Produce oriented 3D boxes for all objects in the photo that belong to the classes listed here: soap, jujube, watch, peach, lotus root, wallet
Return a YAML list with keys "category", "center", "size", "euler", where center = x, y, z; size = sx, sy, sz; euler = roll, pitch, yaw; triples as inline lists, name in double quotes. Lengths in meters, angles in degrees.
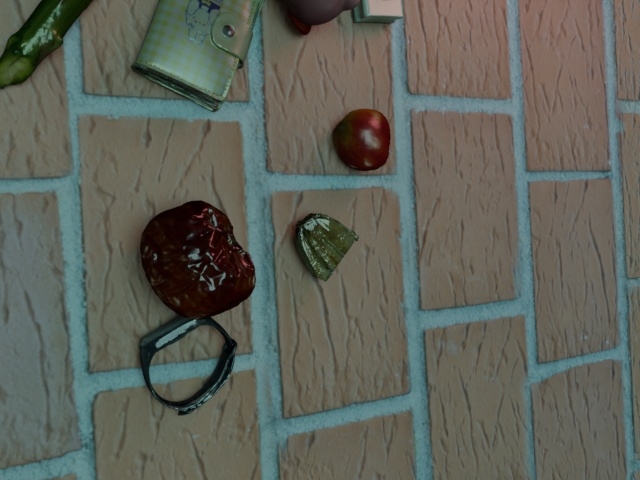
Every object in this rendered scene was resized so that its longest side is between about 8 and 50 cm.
- category: "soap"
  center: [0.136, -0.648, 1.549]
  size: [0.119, 0.066, 0.198]
  euler: [-9, 93, -28]
- category: "jujube"
  center: [-0.253, 0.043, 1.275]
  size: [0.212, 0.213, 0.232]
  euler: [-24, 84, -25]
- category: "watch"
  center: [-0.278, 0.258, 1.337]
  size: [0.206, 0.068, 0.193]
  euler: [-30, 106, -20]
- category: "peach"
  center: [0.100, -0.240, 1.509]
  size: [0.151, 0.151, 0.118]
  euler: [26, 34, -24]
- category: "lotus root"
  center: [0.000, -0.002, 1.475]
  size: [0.143, 0.070, 0.144]
  euler: [-46, 112, -13]
- category: "wallet"
  center: [-0.256, -0.464, 1.354]
  size: [0.223, 0.077, 0.310]
  euler: [23, 79, -21]

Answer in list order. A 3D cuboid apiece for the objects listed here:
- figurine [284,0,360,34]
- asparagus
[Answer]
- category: "figurine"
  center: [-0.010, -0.583, 1.420]
  size: [0.173, 0.173, 0.173]
  euler: [0, 89, -26]
- category: "asparagus"
  center: [-0.523, -0.435, 1.214]
  size: [0.082, 0.085, 0.343]
  euler: [47, 67, -44]
